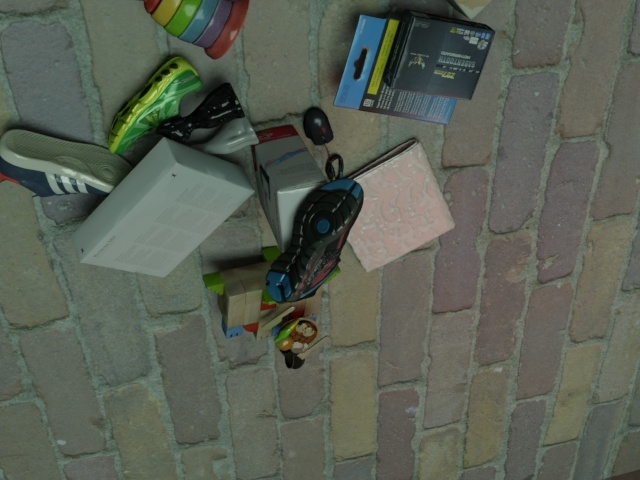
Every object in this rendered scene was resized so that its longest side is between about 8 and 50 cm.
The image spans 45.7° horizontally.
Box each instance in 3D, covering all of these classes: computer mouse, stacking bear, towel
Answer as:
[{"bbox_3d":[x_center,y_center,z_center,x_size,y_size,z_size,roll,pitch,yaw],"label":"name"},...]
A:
[{"bbox_3d":[0.014,-0.249,2.034,0.071,0.041,0.242,-25,128,-1],"label":"computer mouse"},{"bbox_3d":[-0.318,-0.534,1.661,0.288,0.164,0.175,25,113,-26],"label":"stacking bear"},{"bbox_3d":[0.202,-0.092,2.198,0.316,0.053,0.332,-28,127,3],"label":"towel"}]

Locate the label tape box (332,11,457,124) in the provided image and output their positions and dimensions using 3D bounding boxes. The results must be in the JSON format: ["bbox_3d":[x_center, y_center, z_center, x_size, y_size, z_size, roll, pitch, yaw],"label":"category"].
[{"bbox_3d":[0.202,-0.442,1.919,0.333,0.106,0.241,6,121,-22],"label":"label tape box"}]

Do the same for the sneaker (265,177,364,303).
[{"bbox_3d":[0.000,0.000,1.791,0.139,0.125,0.341,8,122,-56],"label":"sneaker"}]

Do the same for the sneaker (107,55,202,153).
[{"bbox_3d":[-0.397,-0.302,1.818,0.295,0.109,0.123,-42,125,14],"label":"sneaker"}]

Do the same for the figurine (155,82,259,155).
[{"bbox_3d":[-0.276,-0.264,1.859,0.209,0.092,0.215,-27,155,0],"label":"figurine"}]

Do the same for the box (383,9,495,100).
[{"bbox_3d":[0.287,-0.446,1.841,0.232,0.059,0.184,4,122,-21],"label":"box"}]

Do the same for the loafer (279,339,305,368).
[{"bbox_3d":[-0.090,0.317,2.282,0.078,0.080,0.220,-10,142,-18],"label":"loafer"}]

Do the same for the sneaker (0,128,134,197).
[{"bbox_3d":[-0.618,-0.156,1.852,0.349,0.131,0.148,18,133,-30],"label":"sneaker"}]

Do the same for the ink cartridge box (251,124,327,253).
[{"bbox_3d":[-0.077,-0.122,1.925,0.131,0.306,0.226,-12,126,-10],"label":"ink cartridge box"}]

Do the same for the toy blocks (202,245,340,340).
[{"bbox_3d":[-0.150,0.180,2.212,0.381,0.191,0.261,-12,140,-22],"label":"toy blocks"}]

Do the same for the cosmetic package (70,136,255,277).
[{"bbox_3d":[-0.392,-0.068,1.902,0.377,0.098,0.284,-41,152,21],"label":"cosmetic package"}]

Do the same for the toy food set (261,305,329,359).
[{"bbox_3d":[-0.064,0.274,2.161,0.132,0.039,0.192,-37,127,14],"label":"toy food set"}]

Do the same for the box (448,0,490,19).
[{"bbox_3d":[0.297,-0.684,1.772,0.148,0.121,0.311,-44,125,14],"label":"box"}]
